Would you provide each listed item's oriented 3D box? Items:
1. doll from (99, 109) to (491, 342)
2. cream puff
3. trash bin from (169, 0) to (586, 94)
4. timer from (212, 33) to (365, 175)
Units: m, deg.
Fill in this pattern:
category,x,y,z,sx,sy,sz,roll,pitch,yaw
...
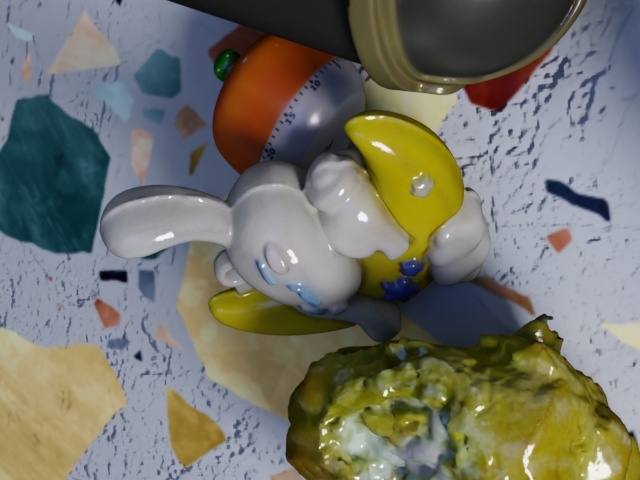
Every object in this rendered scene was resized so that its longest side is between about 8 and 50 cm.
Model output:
category,x,y,z,sx,sy,sz,roll,pitch,yaw
doll,0.000,0.000,0.961,0.237,0.252,0.111,-23,54,20
cream puff,0.110,0.138,0.948,0.282,0.185,0.282,23,154,12
trash bin,0.031,-0.223,0.902,0.334,0.214,0.214,20,108,24
timer,-0.035,-0.109,1.021,0.136,0.099,0.136,0,90,29
